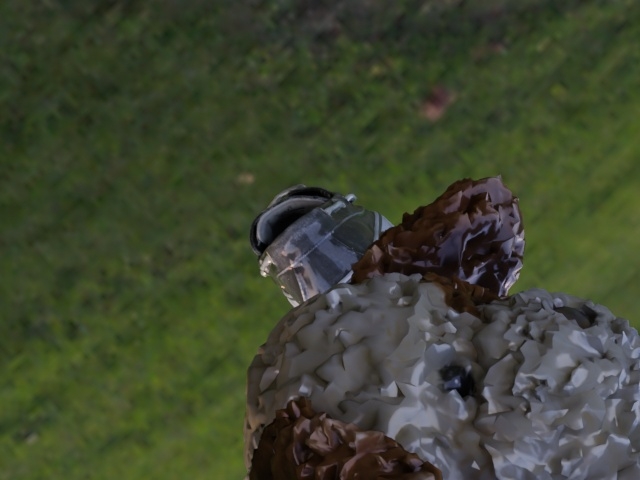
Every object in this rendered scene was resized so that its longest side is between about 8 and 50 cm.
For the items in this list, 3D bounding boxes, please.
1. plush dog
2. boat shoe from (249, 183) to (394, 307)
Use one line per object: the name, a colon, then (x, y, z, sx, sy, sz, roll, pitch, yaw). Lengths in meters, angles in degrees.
plush dog: (0.079, 0.088, 0.614, 0.210, 0.225, 0.262, -60, -178, 24)
boat shoe: (0.000, 0.000, 1.070, 0.078, 0.070, 0.219, -43, -174, -1)
